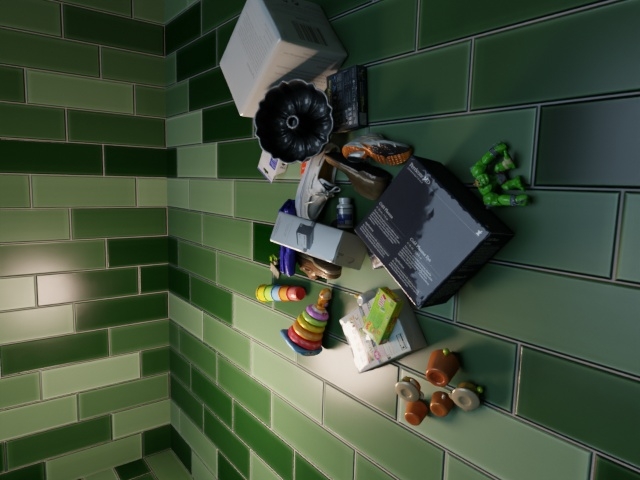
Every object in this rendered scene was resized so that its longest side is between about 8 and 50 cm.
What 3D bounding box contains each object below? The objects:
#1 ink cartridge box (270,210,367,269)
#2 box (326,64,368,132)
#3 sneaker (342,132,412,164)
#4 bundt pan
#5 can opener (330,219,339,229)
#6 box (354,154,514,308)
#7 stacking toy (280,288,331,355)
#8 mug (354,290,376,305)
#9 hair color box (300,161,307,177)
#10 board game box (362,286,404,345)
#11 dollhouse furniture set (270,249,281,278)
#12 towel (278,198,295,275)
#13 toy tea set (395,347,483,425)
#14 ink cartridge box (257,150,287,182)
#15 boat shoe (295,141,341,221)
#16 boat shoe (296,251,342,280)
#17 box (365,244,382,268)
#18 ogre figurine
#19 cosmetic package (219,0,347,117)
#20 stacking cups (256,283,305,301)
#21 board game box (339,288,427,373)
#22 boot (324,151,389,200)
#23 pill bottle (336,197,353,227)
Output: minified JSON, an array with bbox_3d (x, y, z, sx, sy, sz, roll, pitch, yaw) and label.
[{"bbox_3d":[0.000,0.000,1.789,0.308,0.223,0.128,19,91,33],"label":"ink cartridge box"},{"bbox_3d":[0.102,-0.547,1.816,0.184,0.059,0.232,1,95,52],"label":"box"},{"bbox_3d":[0.211,-0.346,1.666,0.263,0.121,0.099,11,142,32],"label":"sneaker"},{"bbox_3d":[-0.091,-0.462,1.842,0.331,0.124,0.330,1,94,16],"label":"bundt pan"},{"bbox_3d":[0.069,0.004,1.914,0.059,0.073,0.185,-32,59,58],"label":"can opener"},{"bbox_3d":[0.333,-0.026,1.411,0.343,0.179,0.312,54,124,29],"label":"box"},{"bbox_3d":[-0.026,0.339,2.018,0.166,0.175,0.301,41,111,42],"label":"stacking toy"},{"bbox_3d":[0.171,0.230,1.793,0.078,0.064,0.062,-29,71,50],"label":"mug"},{"bbox_3d":[-0.043,-0.340,2.014,0.043,0.072,0.141,19,107,50],"label":"hair color box"},{"bbox_3d":[0.216,0.261,1.602,0.092,0.043,0.181,42,124,42],"label":"board game box"},{"bbox_3d":[-0.209,0.113,2.313,0.076,0.059,0.151,46,147,31],"label":"dollhouse furniture set"},{"bbox_3d":[-0.145,-0.018,2.066,0.227,0.077,0.307,-92,2,-74],"label":"towel"},{"bbox_3d":[0.376,0.486,1.542,0.200,0.124,0.336,47,132,1],"label":"toy tea set"},{"bbox_3d":[-0.201,-0.454,2.219,0.165,0.065,0.332,49,128,38],"label":"ink cartridge box"},{"bbox_3d":[0.011,-0.226,1.922,0.157,0.136,0.366,26,104,45],"label":"boat shoe"},{"bbox_3d":[-0.003,0.118,1.988,0.307,0.111,0.104,32,122,58],"label":"boat shoe"},{"bbox_3d":[0.255,-0.018,1.667,0.231,0.056,0.182,-33,68,49],"label":"box"},{"bbox_3d":[0.500,-0.171,1.309,0.118,0.097,0.196,-28,86,32],"label":"ogre figurine"},{"bbox_3d":[-0.167,-0.751,1.927,0.393,0.330,0.327,-47,58,43],"label":"cosmetic package"},{"bbox_3d":[-0.194,0.264,2.253,0.316,0.096,0.095,-4,90,52],"label":"stacking cups"},{"bbox_3d":[0.222,0.338,1.712,0.303,0.098,0.223,-41,61,45],"label":"board game box"},{"bbox_3d":[0.123,-0.251,1.768,0.305,0.112,0.115,35,132,34],"label":"boot"},{"bbox_3d":[0.098,-0.111,1.854,0.067,0.067,0.120,5,97,52],"label":"pill bottle"}]
